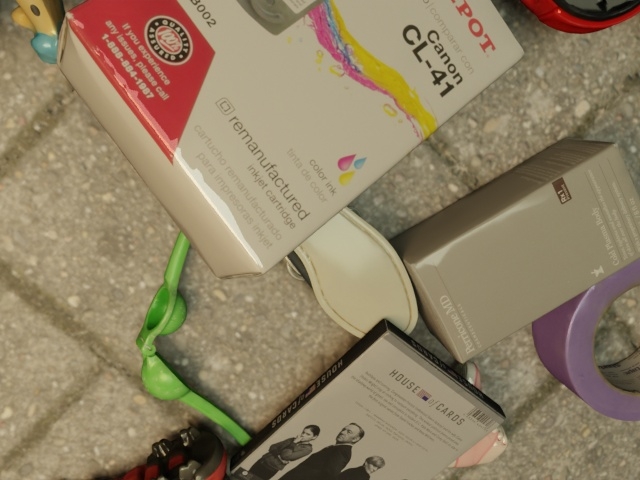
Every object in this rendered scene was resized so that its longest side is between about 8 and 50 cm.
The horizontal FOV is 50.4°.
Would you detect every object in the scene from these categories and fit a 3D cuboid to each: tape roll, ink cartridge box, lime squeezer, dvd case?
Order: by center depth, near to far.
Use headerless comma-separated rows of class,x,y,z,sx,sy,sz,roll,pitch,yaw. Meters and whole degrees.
ink cartridge box,-0.018,-0.146,0.561,0.306,0.131,0.226,-40,100,-19
lime squeezer,-0.132,0.094,0.689,0.110,0.059,0.310,-9,103,-7
dvd case,0.048,0.210,0.719,0.179,0.029,0.238,38,108,-21
tape roll,0.340,0.097,0.757,0.189,0.080,0.189,-2,101,-9

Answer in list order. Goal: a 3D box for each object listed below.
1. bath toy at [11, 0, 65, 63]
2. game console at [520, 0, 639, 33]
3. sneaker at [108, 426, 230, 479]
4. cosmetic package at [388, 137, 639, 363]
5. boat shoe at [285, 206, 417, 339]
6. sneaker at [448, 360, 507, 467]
bath toy,-0.384,-0.173,0.543,0.348,0.151,0.129,-10,106,-4
game console,0.214,-0.407,0.558,0.386,0.060,0.342,39,102,-12
sneaker,-0.207,0.303,0.699,0.276,0.097,0.135,-23,111,0
cosmetic package,0.202,0.005,0.702,0.238,0.107,0.127,-33,106,-5
boat shoe,0.000,0.000,0.679,0.254,0.079,0.095,43,94,-13
sneaker,0.178,0.196,0.765,0.070,0.051,0.134,4,109,-6
